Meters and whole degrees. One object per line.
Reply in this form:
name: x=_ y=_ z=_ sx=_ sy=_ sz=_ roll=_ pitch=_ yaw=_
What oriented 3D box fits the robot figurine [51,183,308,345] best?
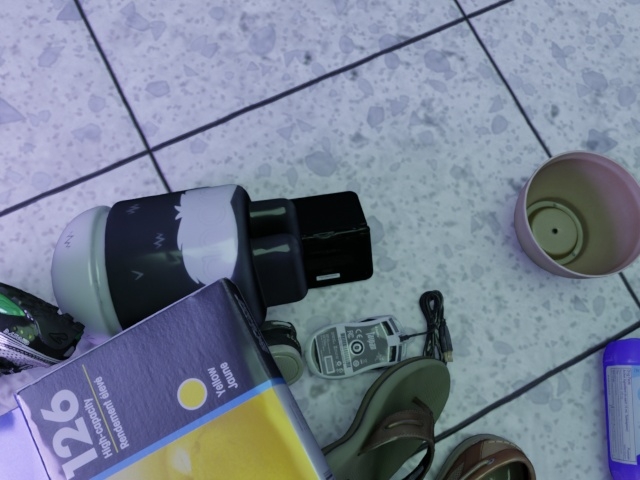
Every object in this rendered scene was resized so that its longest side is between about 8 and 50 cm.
robot figurine: x=-0.157 y=0.031 z=0.736 sx=0.278 sy=0.209 sz=0.173 roll=-9 pitch=97 yaw=0

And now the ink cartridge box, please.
ink cartridge box: x=-0.148 y=0.236 z=0.579 sx=0.307 sy=0.072 sz=0.303 roll=-30 pitch=76 yaw=-1

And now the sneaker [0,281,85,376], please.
sneaker: x=-0.373 y=0.134 z=0.644 sx=0.344 sy=0.134 sz=0.146 roll=-18 pitch=51 yaw=28

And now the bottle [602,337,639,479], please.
bottle: x=0.413 y=0.263 z=0.786 sx=0.118 sy=0.092 sz=0.282 roll=4 pitch=76 yaw=-1

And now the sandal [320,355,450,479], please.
sandal: x=0.073 y=0.238 z=0.698 sx=0.303 sy=0.086 sz=0.120 roll=-36 pitch=122 yaw=-46

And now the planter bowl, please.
planter bowl: x=0.320 y=-0.021 z=0.837 sx=0.162 sy=0.109 sz=0.162 roll=2 pitch=76 yaw=-6

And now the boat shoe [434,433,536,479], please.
boat shoe: x=0.138 y=0.363 z=0.719 sx=0.123 sy=0.116 sz=0.324 roll=31 pitch=75 yaw=2

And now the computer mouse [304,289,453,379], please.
computer mouse: x=0.070 y=0.127 z=0.811 sx=0.193 sy=0.042 sz=0.105 roll=-7 pitch=82 yaw=-14

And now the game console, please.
game console: x=0.000 y=0.000 z=0.848 sx=0.122 sy=0.071 sz=0.107 roll=-9 pitch=107 yaw=-7

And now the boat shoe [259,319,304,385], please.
boat shoe: x=-0.138 y=0.147 z=0.776 sx=0.233 sy=0.084 sz=0.079 roll=-10 pitch=40 yaw=-2
